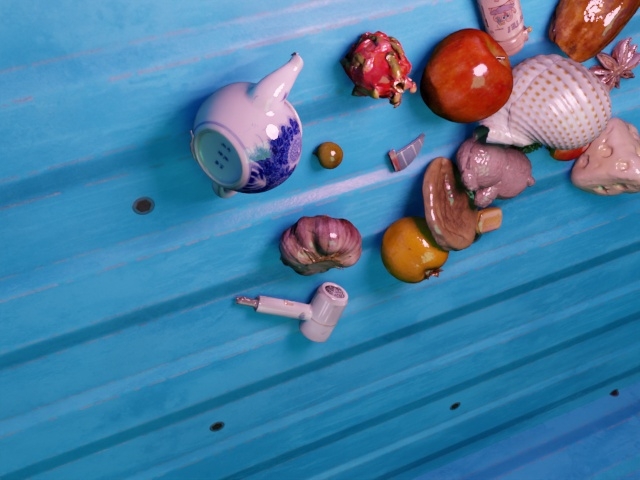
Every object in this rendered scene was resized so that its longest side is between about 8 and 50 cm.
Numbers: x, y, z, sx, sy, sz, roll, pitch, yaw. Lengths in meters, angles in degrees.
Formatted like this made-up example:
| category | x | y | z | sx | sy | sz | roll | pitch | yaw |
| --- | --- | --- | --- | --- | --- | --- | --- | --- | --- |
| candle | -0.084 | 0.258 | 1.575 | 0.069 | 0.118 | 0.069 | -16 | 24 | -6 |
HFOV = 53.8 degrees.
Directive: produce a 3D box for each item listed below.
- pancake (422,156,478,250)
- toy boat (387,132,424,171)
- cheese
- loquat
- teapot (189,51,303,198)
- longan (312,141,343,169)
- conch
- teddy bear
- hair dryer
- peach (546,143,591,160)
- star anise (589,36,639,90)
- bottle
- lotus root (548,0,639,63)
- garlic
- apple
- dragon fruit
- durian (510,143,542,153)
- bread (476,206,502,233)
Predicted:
| category | x | y | z | sx | sy | sz | roll | pitch | yaw |
| --- | --- | --- | --- | --- | --- | --- | --- | --- | --- |
| pancake | 0.386 | -0.097 | 1.844 | 0.050 | 0.294 | 0.294 | -7 | 150 | 39 |
| toy boat | 0.252 | -0.247 | 1.774 | 0.122 | 0.034 | 0.096 | -32 | 140 | -2 |
| cheese | 0.932 | -0.225 | 2.027 | 0.174 | 0.251 | 0.248 | 11 | 136 | -33 |
| loquat | 0.285 | 0.029 | 1.902 | 0.208 | 0.208 | 0.208 | -14 | 132 | -17 |
| teapot | -0.147 | -0.245 | 1.448 | 0.280 | 0.252 | 0.424 | -43 | 171 | -42 |
| longan | 0.018 | -0.223 | 1.657 | 0.083 | 0.075 | 0.075 | 7 | 136 | 20 |
| conch | 0.584 | -0.372 | 1.642 | 0.319 | 0.303 | 0.215 | -7 | 137 | -13 |
| teddy bear | 0.499 | -0.211 | 1.837 | 0.267 | 0.151 | 0.235 | 12 | 89 | -32 |
| hair dryer | -0.099 | 0.202 | 1.935 | 0.357 | 0.107 | 0.173 | 12 | 118 | -27 |
| peach | 0.774 | -0.308 | 1.948 | 0.118 | 0.151 | 0.151 | 22 | 126 | 12 |
| star anise | 0.855 | -0.507 | 1.852 | 0.195 | 0.065 | 0.182 | 21 | 120 | -42 |
| bottle | 0.461 | -0.560 | 1.573 | 0.110 | 0.097 | 0.209 | -16 | 140 | 20 |
| lotus root | 0.717 | -0.611 | 1.628 | 0.193 | 0.193 | 0.291 | 16 | 121 | -36 |
| garlic | 0.000 | 0.000 | 1.769 | 0.245 | 0.160 | 0.245 | -3 | 160 | -1 |
| apple | 0.358 | -0.407 | 1.580 | 0.230 | 0.230 | 0.230 | -14 | 132 | -17 |
| dragon fruit | 0.139 | -0.398 | 1.493 | 0.160 | 0.172 | 0.166 | 2 | 127 | -29 |
| durian | 0.630 | -0.342 | 1.851 | 0.137 | 0.095 | 0.220 | -2 | 124 | -26 |
| bread | 0.538 | -0.068 | 2.055 | 0.115 | 0.056 | 0.082 | -18 | 116 | -29 |
